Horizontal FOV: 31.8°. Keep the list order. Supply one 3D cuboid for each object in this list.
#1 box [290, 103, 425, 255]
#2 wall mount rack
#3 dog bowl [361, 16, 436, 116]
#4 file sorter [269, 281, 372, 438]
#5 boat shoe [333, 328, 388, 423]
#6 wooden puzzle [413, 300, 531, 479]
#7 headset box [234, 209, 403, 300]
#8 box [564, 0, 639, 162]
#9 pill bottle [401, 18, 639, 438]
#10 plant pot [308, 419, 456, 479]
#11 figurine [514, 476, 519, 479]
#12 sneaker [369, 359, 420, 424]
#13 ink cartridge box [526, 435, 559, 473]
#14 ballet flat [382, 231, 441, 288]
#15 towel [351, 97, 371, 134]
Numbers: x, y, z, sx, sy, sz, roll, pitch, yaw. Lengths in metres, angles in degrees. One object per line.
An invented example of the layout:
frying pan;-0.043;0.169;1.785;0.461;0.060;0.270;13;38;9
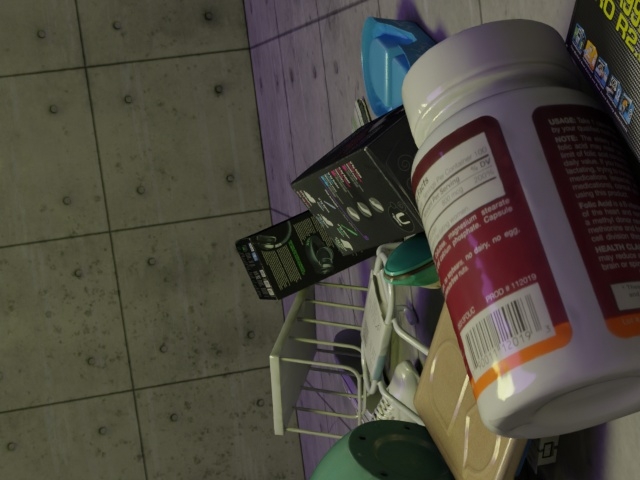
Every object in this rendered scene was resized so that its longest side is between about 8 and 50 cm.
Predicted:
box;0.100;-0.094;1.601;0.143;0.165;0.270;53;157;-8
wall mount rack;0.156;0.181;1.899;0.350;0.130;0.304;96;165;-52
dog bowl;0.138;-0.253;1.769;0.297;0.074;0.166;-118;23;-58
file sorter;0.022;0.231;2.212;0.277;0.173;0.192;-67;-21;-56
boat shoe;0.093;0.303;2.374;0.267;0.096;0.088;-121;28;-42
wooden puzzle;0.232;0.159;1.459;0.348;0.080;0.322;-111;34;-64
headset box;0.000;0.000;2.152;0.131;0.283;0.246;66;170;-2
box;0.313;-0.183;0.990;0.216;0.060;0.270;93;164;-47
pill bottle;0.221;-0.015;1.156;0.224;0.224;0.392;104;155;-63
plant pot;0.099;0.395;1.565;0.293;0.293;0.235;-121;40;-62
figurine;0.270;0.404;1.614;0.209;0.092;0.215;-146;49;-64
sneaker;0.144;0.326;2.120;0.090;0.095;0.235;-111;18;-53
ink cartridge box;0.294;0.264;1.494;0.048;0.028;0.083;-114;19;-53
ballet flat;0.167;0.017;1.586;0.247;0.083;0.087;-49;-48;-46
towel;0.084;-0.193;2.223;0.152;0.023;0.113;94;165;-55
